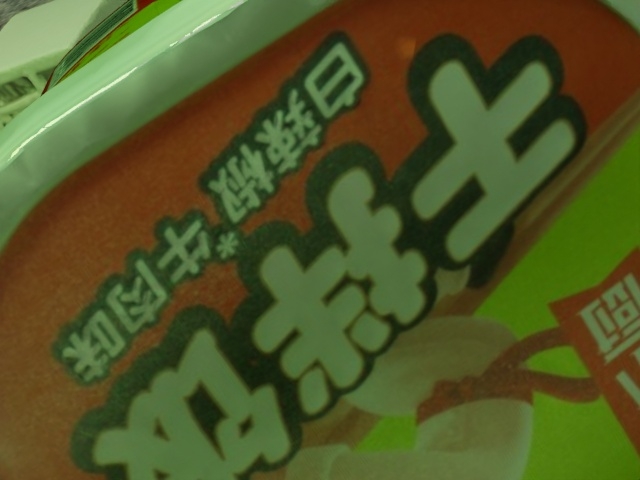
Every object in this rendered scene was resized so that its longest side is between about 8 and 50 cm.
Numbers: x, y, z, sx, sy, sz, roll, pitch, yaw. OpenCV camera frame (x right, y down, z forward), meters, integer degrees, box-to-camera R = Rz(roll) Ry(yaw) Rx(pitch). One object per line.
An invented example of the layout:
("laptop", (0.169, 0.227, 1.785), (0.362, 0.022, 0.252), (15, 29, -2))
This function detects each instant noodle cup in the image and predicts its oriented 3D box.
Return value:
("instant noodle cup", (0.000, 0.000, 0.559), (0.294, 0.294, 0.308), (-31, 21, 1))

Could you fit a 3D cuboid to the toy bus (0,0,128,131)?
("toy bus", (-0.075, -0.103, 0.902), (0.301, 0.139, 0.113), (-12, 35, 29))
